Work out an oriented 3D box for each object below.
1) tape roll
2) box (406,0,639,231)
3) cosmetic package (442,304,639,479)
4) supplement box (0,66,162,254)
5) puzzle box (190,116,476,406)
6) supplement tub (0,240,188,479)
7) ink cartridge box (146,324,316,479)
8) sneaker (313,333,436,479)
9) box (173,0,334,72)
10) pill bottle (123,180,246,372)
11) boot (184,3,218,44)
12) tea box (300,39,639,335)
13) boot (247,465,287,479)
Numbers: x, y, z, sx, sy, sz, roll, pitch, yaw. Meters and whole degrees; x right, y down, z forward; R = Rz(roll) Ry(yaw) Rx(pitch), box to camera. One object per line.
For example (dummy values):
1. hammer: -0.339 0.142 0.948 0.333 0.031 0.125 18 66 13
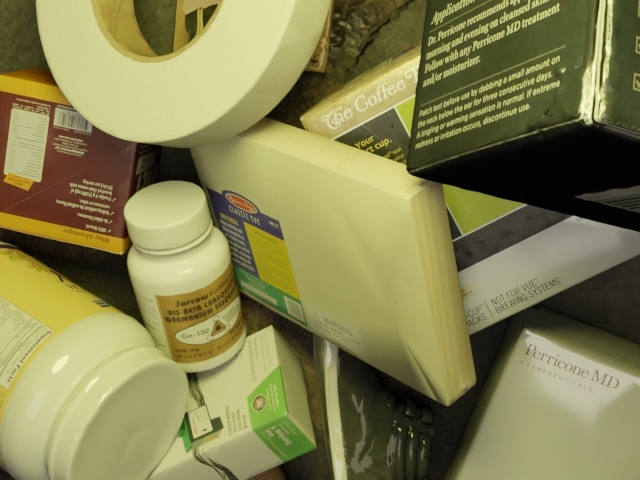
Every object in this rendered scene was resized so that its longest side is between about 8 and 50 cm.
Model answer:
1. tape roll: -0.161 -0.299 1.235 0.392 0.072 0.391 -1 87 33
2. box: 0.376 -0.256 1.053 0.480 0.297 0.471 12 80 -24
3. cosmetic package: 0.286 0.296 1.434 0.217 0.156 0.384 20 106 4
4. supplement box: -0.315 -0.107 1.429 0.191 0.129 0.194 12 105 4
5. puzzle box: 0.000 0.000 1.278 0.052 0.409 0.272 -33 127 -27
6. supplement tub: -0.356 0.165 1.390 0.331 0.241 0.241 27 107 26
7. ink cartridge box: -0.129 0.235 1.462 0.219 0.160 0.092 -26 132 12
8. sneaker: 0.074 0.201 1.476 0.147 0.104 0.295 -8 96 -6
9. box: -0.082 -0.308 1.407 0.201 0.021 0.164 8 104 6
10. pill bottle: -0.175 0.045 1.408 0.131 0.131 0.229 -3 127 8
11. boot: -0.086 -0.243 1.320 0.137 0.197 0.077 -25 138 9
12. tea box: 0.202 -0.098 1.318 0.329 0.220 0.323 -26 99 12
13. boot: -0.159 0.423 1.560 0.284 0.109 0.220 -15 105 3
